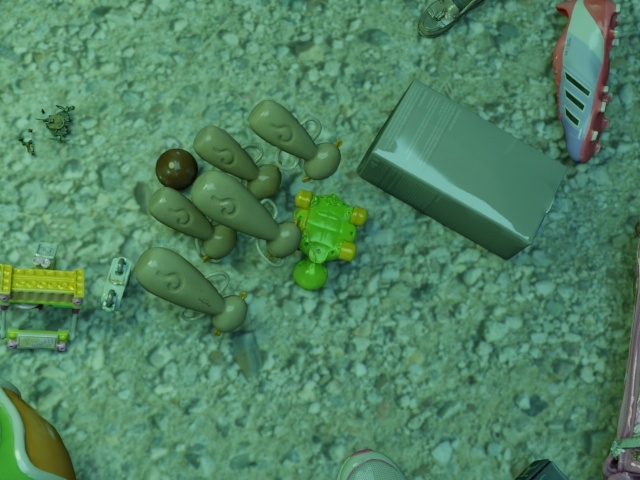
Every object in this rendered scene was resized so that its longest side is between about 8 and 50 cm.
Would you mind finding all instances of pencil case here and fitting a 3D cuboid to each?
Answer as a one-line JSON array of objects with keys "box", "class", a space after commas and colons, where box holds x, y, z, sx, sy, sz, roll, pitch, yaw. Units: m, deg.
[{"box": [0.461, 0.142, 1.232, 0.160, 0.167, 0.386, 4, 71, 29], "class": "pencil case"}]

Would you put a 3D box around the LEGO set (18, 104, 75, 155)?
[{"box": [-0.345, -0.142, 1.247, 0.083, 0.023, 0.054, -24, 78, -1], "class": "LEGO set"}]

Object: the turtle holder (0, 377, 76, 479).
[{"box": [-0.410, 0.282, 1.035, 0.320, 0.243, 0.227, -26, 59, 24], "class": "turtle holder"}]

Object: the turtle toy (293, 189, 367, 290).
[{"box": [0.000, 0.000, 1.238, 0.095, 0.066, 0.130, 18, 74, -3], "class": "turtle toy"}]

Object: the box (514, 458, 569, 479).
[{"box": [0.283, 0.412, 1.178, 0.183, 0.059, 0.232, -38, 84, -18], "class": "box"}]

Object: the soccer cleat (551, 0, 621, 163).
[{"box": [0.360, -0.224, 1.361, 0.095, 0.083, 0.248, 7, 77, 23], "class": "soccer cleat"}]

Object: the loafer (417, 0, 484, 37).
[{"box": [0.189, -0.333, 1.371, 0.125, 0.039, 0.045, -37, 84, -16], "class": "loafer"}]

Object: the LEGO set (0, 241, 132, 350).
[{"box": [-0.377, 0.051, 1.166, 0.287, 0.107, 0.132, 18, 38, 1], "class": "LEGO set"}]

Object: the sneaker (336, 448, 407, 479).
[{"box": [0.089, 0.366, 1.132, 0.103, 0.111, 0.252, -15, 78, -13], "class": "sneaker"}]

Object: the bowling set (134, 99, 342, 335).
[{"box": [-0.108, -0.053, 1.200, 0.154, 0.200, 0.287, 35, 99, -32], "class": "bowling set"}]

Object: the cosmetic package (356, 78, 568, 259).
[{"box": [0.185, -0.090, 1.276, 0.238, 0.107, 0.127, 32, 73, -3], "class": "cosmetic package"}]
